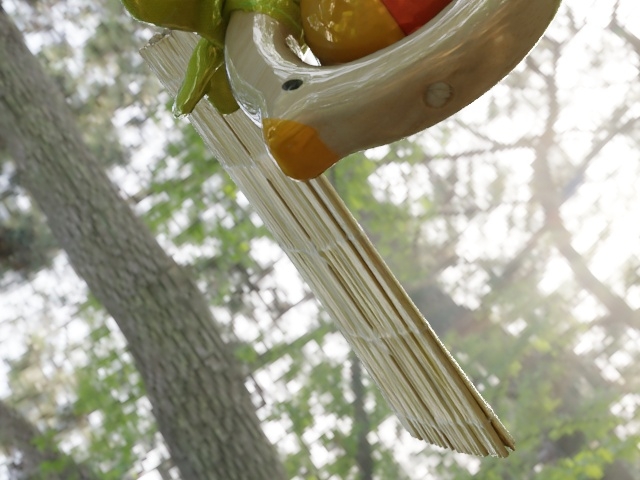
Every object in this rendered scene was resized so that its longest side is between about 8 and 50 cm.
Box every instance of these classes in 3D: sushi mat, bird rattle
[{"bbox_3d":[0.000,0.000,0.810,0.019,0.316,0.151,-39,12,-18],"label":"sushi mat"},{"bbox_3d":[0.036,-0.121,0.613,0.254,0.207,0.143,-23,-46,5],"label":"bird rattle"}]
